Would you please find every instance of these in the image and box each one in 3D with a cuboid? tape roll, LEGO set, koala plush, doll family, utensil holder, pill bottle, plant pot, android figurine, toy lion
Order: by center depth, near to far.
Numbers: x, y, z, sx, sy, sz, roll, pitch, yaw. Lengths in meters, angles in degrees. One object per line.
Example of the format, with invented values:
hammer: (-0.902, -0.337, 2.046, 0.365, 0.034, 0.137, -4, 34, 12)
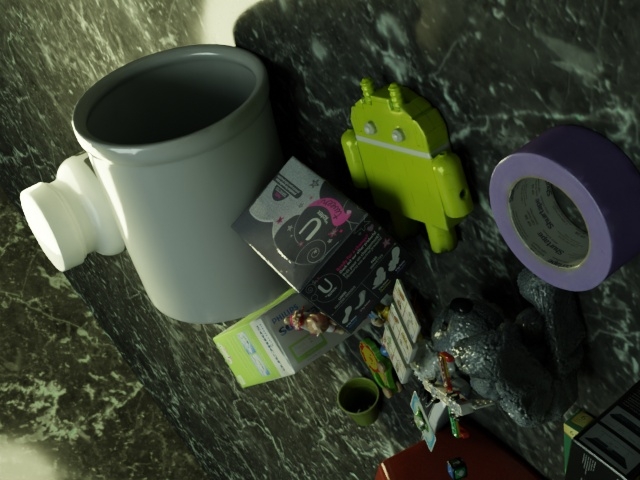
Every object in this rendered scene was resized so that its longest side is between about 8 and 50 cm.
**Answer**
tape roll: (0.300, -0.038, 1.252, 0.189, 0.080, 0.189, 41, 150, 30)
LEGO set: (0.156, 0.189, 1.386, 0.182, 0.060, 0.244, 95, 156, -57)
koala plush: (0.237, 0.149, 1.450, 0.221, 0.196, 0.203, 11, 138, 51)
android figurine: (0.123, -0.112, 1.507, 0.248, 0.056, 0.273, 24, 140, 49)
doll family: (0.076, 0.123, 1.714, 0.263, 0.118, 0.163, 17, 172, -10)
plant pot: (0.225, 0.469, 1.759, 0.236, 0.267, 0.267, 56, 156, 29)
utensil holder: (-0.210, -0.093, 1.800, 0.327, 0.327, 0.385, 30, 144, 44)
toy lion: (0.107, 0.233, 1.936, 0.096, 0.034, 0.100, 35, 147, 51)
pill bottle: (-0.382, -0.098, 2.026, 0.210, 0.363, 0.210, 45, 152, 32)
plant pot: (0.082, 0.324, 2.032, 0.083, 0.083, 0.079, 36, 158, 37)

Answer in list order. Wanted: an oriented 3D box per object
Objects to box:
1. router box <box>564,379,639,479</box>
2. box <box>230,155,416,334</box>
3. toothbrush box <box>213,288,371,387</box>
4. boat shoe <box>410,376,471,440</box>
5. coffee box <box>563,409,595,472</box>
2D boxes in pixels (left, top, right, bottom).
router box: (0.395, 0.286, 1.256, 0.081, 0.243, 0.309, 38, 148, 35)
box: (0.000, 0.000, 1.619, 0.142, 0.163, 0.247, 40, -179, -40)
toothbrush box: (-0.050, 0.161, 1.925, 0.122, 0.206, 0.283, 58, 153, 0)
boat shoe: (0.198, 0.282, 1.787, 0.076, 0.080, 0.228, 45, 159, 21)
coffee box: (0.411, 0.345, 1.518, 0.113, 0.040, 0.184, 32, 144, 41)
